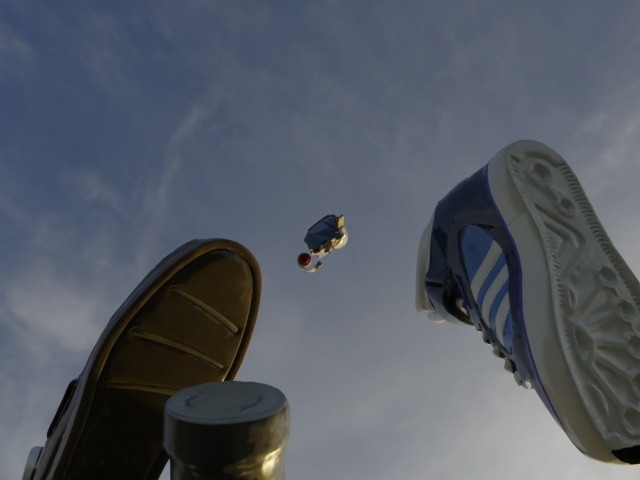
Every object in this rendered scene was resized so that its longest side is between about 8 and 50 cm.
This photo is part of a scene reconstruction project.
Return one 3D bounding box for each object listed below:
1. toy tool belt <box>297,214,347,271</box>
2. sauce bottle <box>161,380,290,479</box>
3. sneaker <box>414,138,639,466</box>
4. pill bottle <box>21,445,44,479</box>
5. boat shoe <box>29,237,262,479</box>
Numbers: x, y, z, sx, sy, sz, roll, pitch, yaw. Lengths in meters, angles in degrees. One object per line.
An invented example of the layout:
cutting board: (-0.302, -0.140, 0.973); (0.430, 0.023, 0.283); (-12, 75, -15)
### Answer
toy tool belt: (0.000, 0.000, 0.755); (0.083, 0.051, 0.052); (-42, -104, -10)
sauce bottle: (-0.051, 0.259, 0.326); (0.111, 0.111, 0.345); (1, -85, -1)
sneaker: (0.202, 0.081, 0.605); (0.130, 0.323, 0.236); (-1, -27, -20)
pill bottle: (-0.430, 0.446, 1.033); (0.208, 0.119, 0.119); (13, -69, -18)
boat shoe: (-0.158, 0.129, 0.453); (0.110, 0.104, 0.308); (35, -101, -30)
